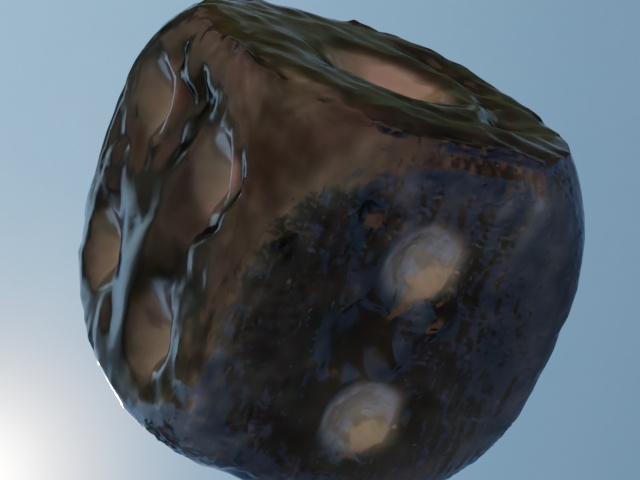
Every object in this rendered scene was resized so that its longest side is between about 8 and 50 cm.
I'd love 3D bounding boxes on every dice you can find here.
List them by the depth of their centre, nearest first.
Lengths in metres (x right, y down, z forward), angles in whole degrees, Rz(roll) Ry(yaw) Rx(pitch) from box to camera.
[{"bbox_3d":[0.000,0.000,0.712,0.182,0.181,0.183,53,-53,54],"label":"dice"}]
